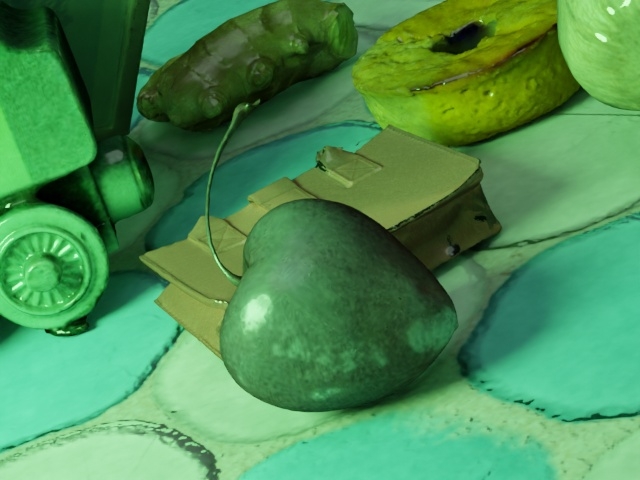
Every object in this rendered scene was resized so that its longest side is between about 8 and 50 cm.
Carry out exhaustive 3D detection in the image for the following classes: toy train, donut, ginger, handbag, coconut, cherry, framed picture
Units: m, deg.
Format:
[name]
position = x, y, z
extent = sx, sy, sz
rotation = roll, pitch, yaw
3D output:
[toy train]
position = -0.278, -0.037, 1.391
extent = 0.299, 0.238, 0.167
rotation = -22, 22, -2
[donut]
position = 0.122, -0.133, 1.461
extent = 0.190, 0.074, 0.174
rotation = -30, 27, -7
[ginger]
position = -0.069, -0.146, 1.626
extent = 0.205, 0.081, 0.115
rotation = -26, -7, 10
[handbag]
position = 0.000, 0.000, 1.308
extent = 0.212, 0.059, 0.157
rotation = -29, 27, -19
[coconut]
position = 0.255, -0.183, 1.310
extent = 0.224, 0.224, 0.224
rotation = -18, 25, 9
[cherry]
position = 0.012, 0.014, 1.166
extent = 0.148, 0.115, 0.188
rotation = -4, 56, 33
[framed picture]
position = -0.252, -0.148, 1.504
extent = 0.247, 0.335, 0.022
rotation = -14, 66, -18
